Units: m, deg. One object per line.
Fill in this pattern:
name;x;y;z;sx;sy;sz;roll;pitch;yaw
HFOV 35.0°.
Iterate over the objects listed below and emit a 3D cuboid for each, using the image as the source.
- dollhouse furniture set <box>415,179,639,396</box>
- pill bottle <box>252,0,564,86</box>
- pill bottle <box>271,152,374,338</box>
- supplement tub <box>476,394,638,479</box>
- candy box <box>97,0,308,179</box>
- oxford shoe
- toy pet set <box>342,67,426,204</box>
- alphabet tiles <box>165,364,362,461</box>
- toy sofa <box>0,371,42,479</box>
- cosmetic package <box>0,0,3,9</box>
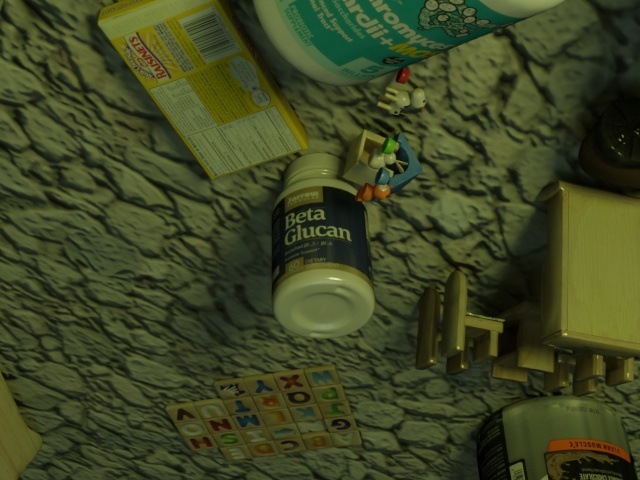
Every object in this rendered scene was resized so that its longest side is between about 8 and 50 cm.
dollhouse furniture set;0.245;0.059;1.103;0.212;0.161;0.242;11;160;-14
pill bottle;0.081;-0.205;0.684;0.146;0.146;0.264;30;153;-32
pill bottle;0.000;0.000;0.964;0.094;0.169;0.094;-2;139;-1
supplement tub;0.318;0.386;1.298;0.207;0.338;0.207;-1;140;-1
candy box;-0.098;-0.140;0.906;0.105;0.027;0.206;-14;138;18
oxford shoe;0.352;-0.083;0.965;0.227;0.083;0.096;7;158;-10
toy pet set;0.070;-0.074;0.924;0.065;0.122;0.114;21;153;-14
alphabet tiles;-0.077;0.238;1.363;0.237;0.009;0.198;-9;139;8
toy sofa;-0.484;0.214;1.239;0.150;0.177;0.362;17;143;16
cosmetic package;-0.313;-0.146;0.631;0.155;0.366;0.197;2;140;-4
